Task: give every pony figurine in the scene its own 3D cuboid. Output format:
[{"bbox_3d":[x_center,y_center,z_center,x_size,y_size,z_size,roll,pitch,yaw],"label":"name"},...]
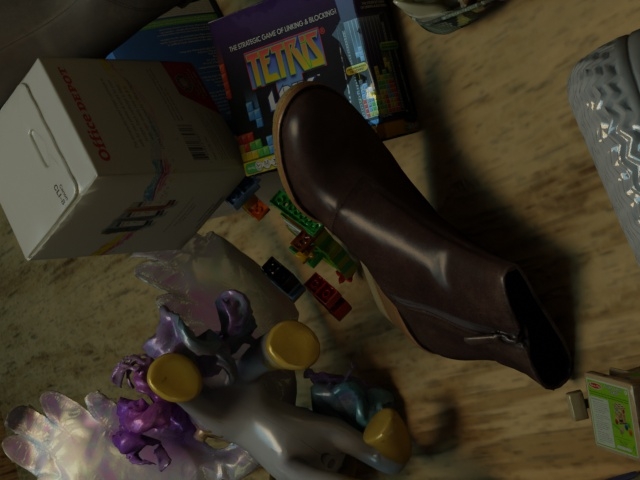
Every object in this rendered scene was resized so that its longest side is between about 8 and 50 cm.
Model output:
[{"bbox_3d":[-0.078,0.156,1.409,0.351,0.303,0.363,34,164,3],"label":"pony figurine"}]

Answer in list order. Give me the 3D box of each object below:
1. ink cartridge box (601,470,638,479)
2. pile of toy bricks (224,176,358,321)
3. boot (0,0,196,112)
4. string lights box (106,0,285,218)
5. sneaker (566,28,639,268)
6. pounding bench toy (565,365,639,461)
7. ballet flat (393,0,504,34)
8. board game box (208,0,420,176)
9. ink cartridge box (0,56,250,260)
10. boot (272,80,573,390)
[{"bbox_3d":[0.102,0.254,1.184,0.311,0.186,0.065,-50,55,60],"label":"ink cartridge box"},{"bbox_3d":[0.000,0.000,1.390,0.212,0.118,0.105,41,174,37],"label":"pile of toy bricks"},{"bbox_3d":[-0.166,-0.242,1.313,0.118,0.338,0.223,53,158,-2],"label":"boot"},{"bbox_3d":[-0.139,-0.146,1.543,0.259,0.133,0.076,63,150,26],"label":"string lights box"},{"bbox_3d":[0.242,-0.066,0.779,0.366,0.210,0.137,-11,-102,-79],"label":"sneaker"},{"bbox_3d":[0.209,0.104,1.019,0.083,0.065,0.052,9,112,64],"label":"pounding bench toy"},{"bbox_3d":[0.095,-0.188,1.087,0.221,0.079,0.076,-5,99,66],"label":"ballet flat"},{"bbox_3d":[-0.008,-0.138,1.302,0.170,0.048,0.141,-14,92,44],"label":"board game box"},{"bbox_3d":[-0.181,-0.071,1.351,0.127,0.176,0.128,-45,63,35],"label":"ink cartridge box"},{"bbox_3d":[0.079,-0.007,1.162,0.207,0.090,0.248,19,145,54],"label":"boot"}]
